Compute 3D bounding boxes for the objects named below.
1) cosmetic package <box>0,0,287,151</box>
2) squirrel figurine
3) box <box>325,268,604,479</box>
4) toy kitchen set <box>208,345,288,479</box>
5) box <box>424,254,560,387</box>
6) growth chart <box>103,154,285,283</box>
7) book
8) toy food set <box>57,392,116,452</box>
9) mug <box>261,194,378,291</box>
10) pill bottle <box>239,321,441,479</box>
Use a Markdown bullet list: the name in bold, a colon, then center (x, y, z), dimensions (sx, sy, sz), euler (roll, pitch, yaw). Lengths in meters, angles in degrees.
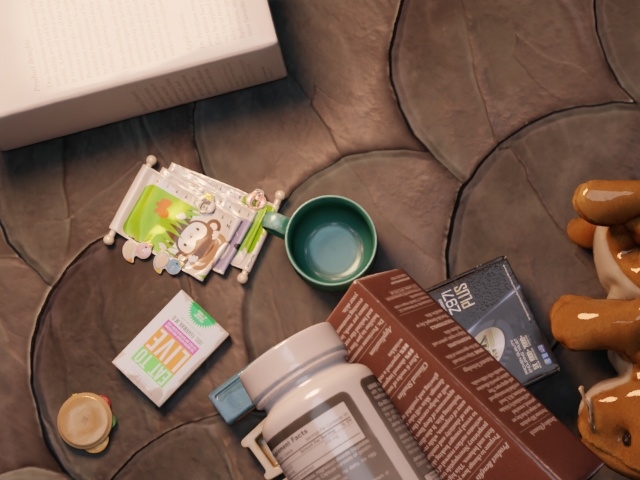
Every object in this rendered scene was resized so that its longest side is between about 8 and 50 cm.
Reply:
- **cosmetic package**: center (-0.297, -0.307, 1.764), dimensions (0.453, 0.161, 0.230), euler (-14, 79, 1)
- **squirrel figurine**: center (0.497, 0.130, 1.573), dimensions (0.396, 0.281, 0.371), euler (1, 80, 2)
- **box**: center (0.157, 0.233, 1.578), dimensions (0.381, 0.143, 0.191), euler (46, 118, 21)
- **toy kitchen set**: center (-0.054, 0.255, 1.637), dimensions (0.122, 0.166, 0.207), euler (-37, 79, -3)
- **box**: center (0.228, 0.133, 1.688), dimensions (0.147, 0.077, 0.180), euler (-24, 79, 0)
- **growth chart**: center (-0.188, -0.026, 1.775), dimensions (0.237, 0.021, 0.172), euler (18, 82, 7)
- **book**: center (-0.214, 0.156, 1.738), dimensions (0.096, 0.035, 0.144), euler (42, 83, 6)
- **toy food set**: center (-0.335, 0.258, 1.729), dimensions (0.083, 0.020, 0.083), euler (17, 80, 7)
- **mug**: center (0.010, -0.002, 1.718), dimensions (0.129, 0.097, 0.158), euler (-37, 78, -3)
- **pill bottle**: center (0.029, 0.255, 1.486), dimensions (0.161, 0.161, 0.283), euler (-32, 77, -3)
